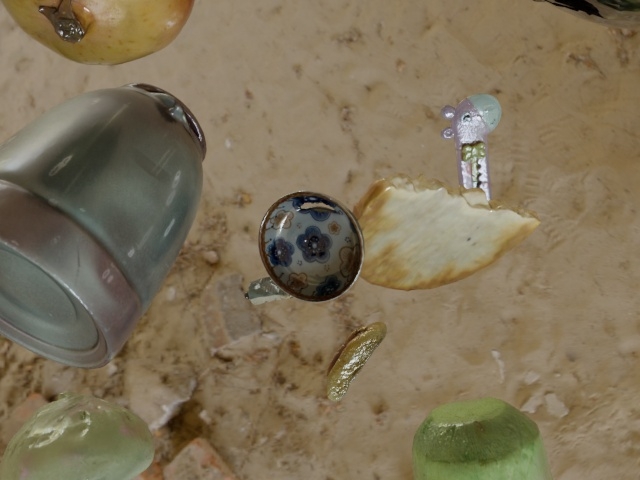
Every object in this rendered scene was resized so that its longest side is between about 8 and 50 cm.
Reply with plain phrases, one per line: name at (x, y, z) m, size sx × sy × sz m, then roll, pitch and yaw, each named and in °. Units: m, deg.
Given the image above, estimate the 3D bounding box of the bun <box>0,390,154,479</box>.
bun at (-0.448, 0.365, 1.360) m, size 0.283 × 0.283 × 0.179 m, roll -14°, pitch 91°, yaw 31°

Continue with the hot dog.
hot dog at (0.080, 0.300, 1.922) m, size 0.073 × 0.084 × 0.242 m, roll 32°, pitch 101°, yaw -8°

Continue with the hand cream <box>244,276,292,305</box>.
hand cream at (-0.048, 0.076, 1.519) m, size 0.248 × 0.075 × 0.052 m, roll -21°, pitch 115°, yaw 23°

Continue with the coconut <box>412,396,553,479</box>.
coconut at (0.361, 0.523, 1.672) m, size 0.281 × 0.328 × 0.328 m, roll -160°, pitch 82°, yaw -76°

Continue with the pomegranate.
pomegranate at (-0.203, -0.251, 0.672) m, size 0.191 × 0.191 × 0.191 m, roll -4°, pitch 82°, yaw 33°

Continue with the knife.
knife at (0.337, -0.119, 1.621) m, size 0.132 × 0.038 × 0.399 m, roll -10°, pitch 117°, yaw 1°

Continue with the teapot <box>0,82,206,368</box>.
teapot at (-0.272, -0.032, 0.874) m, size 0.315 × 0.233 × 0.312 m, roll -29°, pitch 24°, yaw 50°

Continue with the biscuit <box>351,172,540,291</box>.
biscuit at (0.152, -0.003, 1.068) m, size 0.204 × 0.309 × 0.040 m, roll -52°, pitch 44°, yaw 34°

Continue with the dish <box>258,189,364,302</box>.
dish at (0.000, 0.000, 0.949) m, size 0.141 × 0.078 × 0.141 m, roll 6°, pitch 106°, yaw 21°

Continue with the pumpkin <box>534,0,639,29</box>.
pumpkin at (0.196, -0.311, 0.328) m, size 0.454 × 0.344 × 0.454 m, roll 0°, pitch 91°, yaw 3°
